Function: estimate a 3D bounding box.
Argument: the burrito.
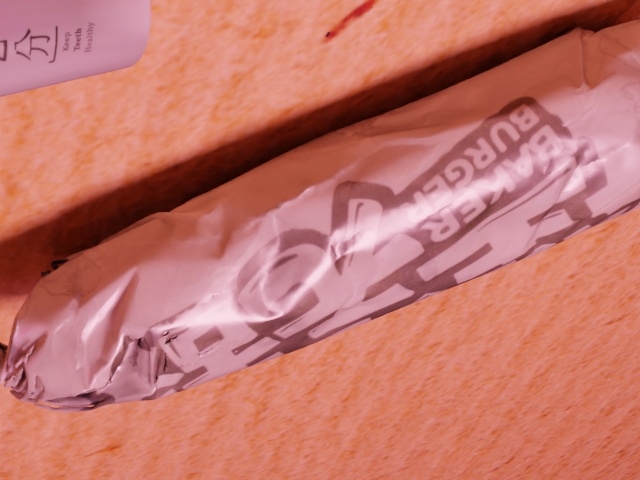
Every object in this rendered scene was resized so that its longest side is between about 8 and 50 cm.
[{"bbox_3d":[0.000,0.000,1.043,0.445,0.101,0.139,-23,161,-5],"label":"burrito"}]

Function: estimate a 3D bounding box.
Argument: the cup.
[{"bbox_3d":[-0.132,-0.106,0.768,0.116,0.074,0.104,-13,125,-30],"label":"cup"}]
